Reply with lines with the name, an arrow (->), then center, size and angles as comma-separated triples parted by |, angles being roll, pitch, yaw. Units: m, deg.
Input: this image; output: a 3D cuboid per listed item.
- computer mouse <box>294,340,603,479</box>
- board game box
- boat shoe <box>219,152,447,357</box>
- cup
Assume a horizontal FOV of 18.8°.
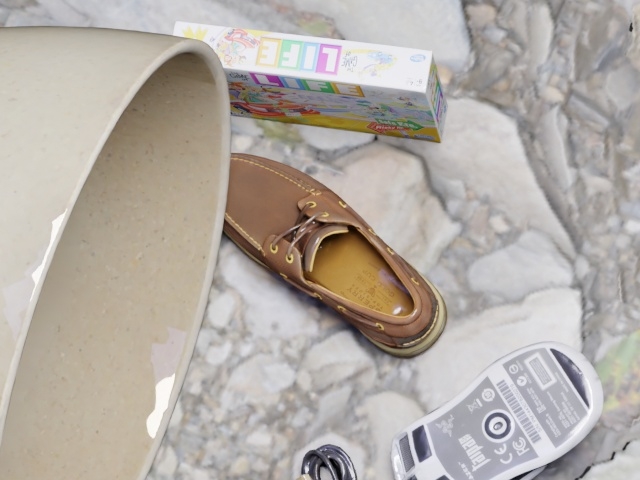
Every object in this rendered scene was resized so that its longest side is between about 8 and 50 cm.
computer mouse -> 0.082, 0.131, 1.130 | 0.193, 0.042, 0.106 | -32, 69, 6
board game box -> -0.005, -0.095, 1.165 | 0.154, 0.103, 0.026 | 8, 78, 11
boat shoe -> 0.000, 0.001, 1.163 | 0.178, 0.060, 0.064 | 37, 84, 15
cup -> -0.214, 0.022, 1.048 | 0.237, 0.331, 0.331 | 16, 79, 11
